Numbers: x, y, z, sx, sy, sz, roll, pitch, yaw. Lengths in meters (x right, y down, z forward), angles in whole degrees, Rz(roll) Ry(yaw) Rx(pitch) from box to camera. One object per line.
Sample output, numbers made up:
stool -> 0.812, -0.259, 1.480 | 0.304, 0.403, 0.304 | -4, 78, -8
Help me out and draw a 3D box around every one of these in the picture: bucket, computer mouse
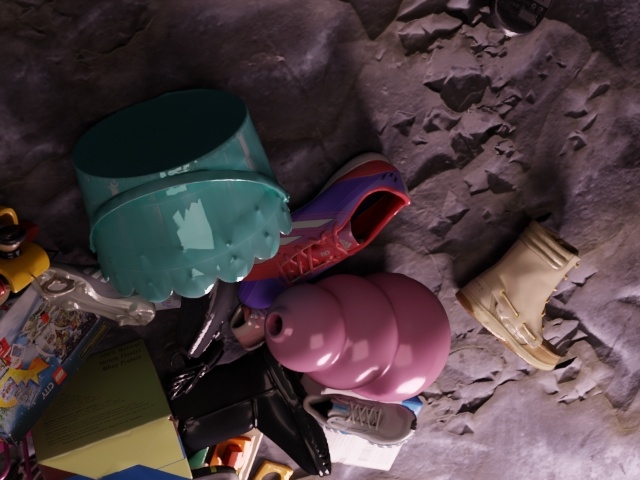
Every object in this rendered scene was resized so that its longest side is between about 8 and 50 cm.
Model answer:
bucket -> -0.190, -0.068, 1.502 | 0.281, 0.281, 0.183 | -22, 122, -10
computer mouse -> 0.347, -0.413, 1.643 | 0.184, 0.060, 0.262 | 16, 100, -25
computer mouse -> -0.158, 0.092, 1.671 | 0.072, 0.188, 0.272 | 12, 110, 10

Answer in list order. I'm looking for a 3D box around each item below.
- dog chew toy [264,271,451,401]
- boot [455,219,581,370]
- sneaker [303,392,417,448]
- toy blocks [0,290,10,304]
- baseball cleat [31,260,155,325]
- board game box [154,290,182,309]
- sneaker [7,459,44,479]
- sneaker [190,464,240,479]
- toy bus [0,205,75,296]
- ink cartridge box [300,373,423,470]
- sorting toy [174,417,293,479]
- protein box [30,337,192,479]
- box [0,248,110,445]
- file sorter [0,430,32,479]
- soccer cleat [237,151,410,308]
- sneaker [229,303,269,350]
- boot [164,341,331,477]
dog chew toy -> 0.049, 0.143, 1.727 | 0.332, 0.206, 0.206 | 10, 116, -45
boot -> 0.380, 0.097, 1.940 | 0.262, 0.095, 0.203 | 38, 99, -31
sneaker -> 0.055, 0.270, 1.715 | 0.083, 0.191, 0.071 | 36, 62, -52
toy blocks -> -0.518, 0.069, 1.542 | 0.123, 0.148, 0.054 | -32, 122, -43
baseball cleat -> -0.328, 0.058, 1.605 | 0.072, 0.109, 0.206 | -37, 135, 24
board game box -> -0.227, 0.062, 1.706 | 0.090, 0.020, 0.090 | -5, 120, -20
sneaker -> -0.444, 0.455, 1.819 | 0.118, 0.107, 0.279 | -11, 129, -36
sneaker -> -0.179, 0.532, 1.892 | 0.145, 0.147, 0.384 | -13, 140, -5
toy bus -> -0.442, -0.001, 1.473 | 0.202, 0.191, 0.104 | -12, 123, -15
ink cartridge box -> 0.050, 0.302, 1.924 | 0.203, 0.086, 0.148 | 15, 112, -28
sorting toy -> -0.195, 0.388, 1.898 | 0.348, 0.047, 0.196 | 10, 115, -28
protein box -> -0.323, 0.283, 1.685 | 0.200, 0.201, 0.136 | -19, 124, -11
box -> -0.410, 0.148, 1.581 | 0.233, 0.044, 0.159 | -56, 136, -36
file sorter -> -0.562, 0.279, 1.594 | 0.202, 0.182, 0.290 | -29, 126, -3
soccer cleat -> 0.000, 0.000, 1.704 | 0.318, 0.116, 0.108 | -42, 126, 4
sneaker -> -0.084, 0.116, 1.779 | 0.134, 0.051, 0.070 | -34, 131, 5
boot -> -0.116, 0.296, 1.797 | 0.207, 0.094, 0.246 | -23, 102, 10
